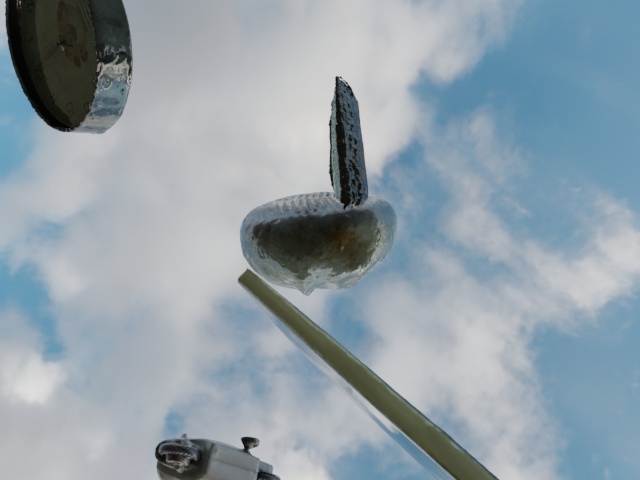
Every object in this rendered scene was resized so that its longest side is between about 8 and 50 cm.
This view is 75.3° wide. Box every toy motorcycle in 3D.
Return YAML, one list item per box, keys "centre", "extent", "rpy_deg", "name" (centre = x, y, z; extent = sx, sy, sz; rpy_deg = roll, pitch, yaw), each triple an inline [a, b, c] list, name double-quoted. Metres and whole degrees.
- centre: [-0.209, 0.437, 0.798]
  extent: [0.171, 0.260, 0.110]
  rpy_deg: [-29, -143, 38]
  name: "toy motorcycle"

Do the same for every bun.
- centre: [0.000, 0.000, 0.963]
  extent: [0.361, 0.362, 0.211]
  rpy_deg: [-5, -76, 14]
  name: "bun"

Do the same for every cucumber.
- centre: [0.034, -0.123, 0.582]
  extent: [0.046, 0.070, 0.220]
  rpy_deg: [7, -118, -14]
  name: "cucumber"

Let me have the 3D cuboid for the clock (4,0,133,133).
- centre: [-0.446, -0.344, 0.725]
  extent: [0.312, 0.061, 0.313]
  rpy_deg: [11, -70, 32]
  name: "clock"

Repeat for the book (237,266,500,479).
- centre: [0.071, 0.190, 0.462]
  extent: [0.031, 0.264, 0.379]
  rpy_deg: [-46, -132, -13]
  name: "book"
